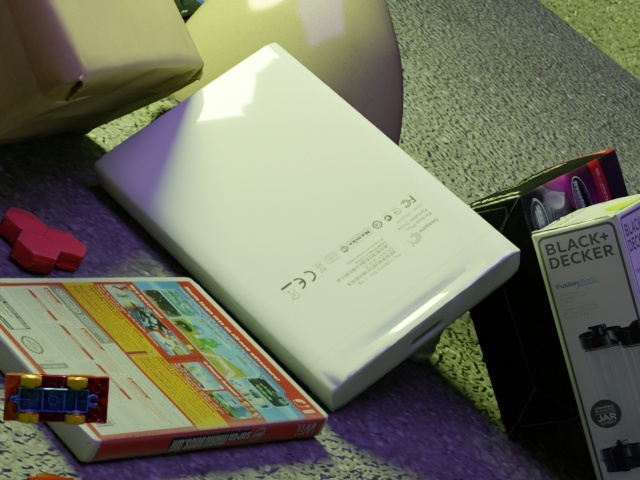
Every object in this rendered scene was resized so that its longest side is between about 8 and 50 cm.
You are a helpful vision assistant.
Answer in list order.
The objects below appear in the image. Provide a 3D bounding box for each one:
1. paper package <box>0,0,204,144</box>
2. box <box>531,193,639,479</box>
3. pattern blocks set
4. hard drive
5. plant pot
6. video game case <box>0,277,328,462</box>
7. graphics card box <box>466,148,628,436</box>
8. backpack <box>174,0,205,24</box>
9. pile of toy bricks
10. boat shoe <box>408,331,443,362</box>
[{"bbox_3d":[-0.290,-0.264,1.729,0.324,0.168,0.309,65,18,1],"label":"paper package"},{"bbox_3d":[0.302,0.108,1.759,0.169,0.087,0.290,-18,93,-64],"label":"box"},{"bbox_3d":[-0.372,-0.055,1.537,0.285,0.026,0.325,41,21,25],"label":"pattern blocks set"},{"bbox_3d":[-0.017,-0.023,1.737,0.233,0.047,0.353,-36,60,-21],"label":"hard drive"},{"bbox_3d":[-0.024,-0.204,2.007,0.284,0.191,0.284,21,2,-1],"label":"plant pot"},{"bbox_3d":[-0.147,0.099,1.506,0.204,0.025,0.285,43,24,30],"label":"video game case"},{"bbox_3d":[0.255,0.043,1.909,0.371,0.094,0.232,-21,95,-64],"label":"graphics card box"},{"bbox_3d":[-0.152,-0.230,2.156,0.101,0.098,0.120,42,3,-34],"label":"backpack"},{"bbox_3d":[-0.256,0.126,1.228,0.212,0.118,0.105,4,1,-19],"label":"pile of toy bricks"},{"bbox_3d":[0.002,0.000,1.852,0.320,0.103,0.118,33,32,22],"label":"boat shoe"}]
